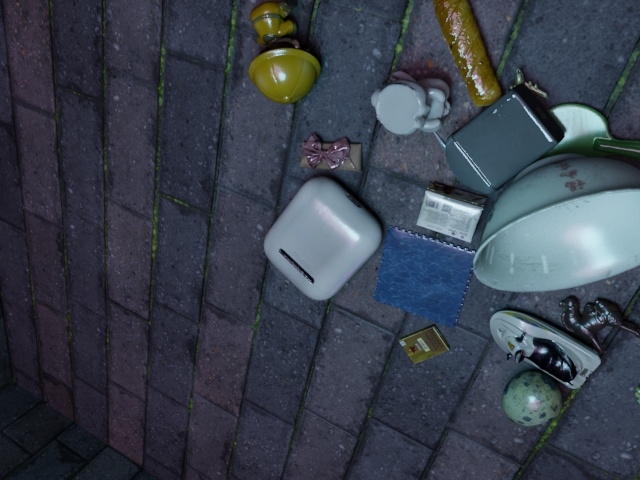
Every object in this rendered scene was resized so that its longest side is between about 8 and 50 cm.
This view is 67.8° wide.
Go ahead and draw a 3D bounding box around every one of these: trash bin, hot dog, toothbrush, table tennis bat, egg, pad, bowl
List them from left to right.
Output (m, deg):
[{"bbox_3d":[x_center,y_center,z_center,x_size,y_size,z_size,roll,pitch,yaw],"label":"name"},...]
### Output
[{"bbox_3d":[0.298,0.108,1.396,0.269,0.012,0.269,17,118,20],"label":"pad"},{"bbox_3d":[0.318,-0.244,1.231,0.167,0.014,0.011,52,141,-2],"label":"toothbrush"},{"bbox_3d":[0.344,-0.445,1.106,0.087,0.061,0.286,-27,98,22],"label":"hot dog"},{"bbox_3d":[0.414,-0.225,1.114,0.177,0.101,0.236,54,136,5],"label":"trash bin"},{"bbox_3d":[0.579,0.440,1.316,0.141,0.141,0.182,39,131,8],"label":"egg"},{"bbox_3d":[0.535,-0.061,1.049,0.434,0.434,0.196,-28,53,34],"label":"bowl"},{"bbox_3d":[0.610,-0.221,1.079,0.257,0.039,0.160,17,118,26],"label":"table tennis bat"}]

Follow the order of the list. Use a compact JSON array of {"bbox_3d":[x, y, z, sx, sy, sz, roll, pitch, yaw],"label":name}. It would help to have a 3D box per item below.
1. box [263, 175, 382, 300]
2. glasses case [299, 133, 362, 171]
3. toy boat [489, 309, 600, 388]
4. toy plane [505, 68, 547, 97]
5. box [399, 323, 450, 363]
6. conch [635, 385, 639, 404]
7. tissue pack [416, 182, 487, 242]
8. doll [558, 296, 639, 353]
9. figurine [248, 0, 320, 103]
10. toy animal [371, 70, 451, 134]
[{"bbox_3d":[-0.001,0.000,1.427,0.288,0.141,0.349,43,124,4],"label":"box"},{"bbox_3d":[0.022,-0.248,1.350,0.193,0.070,0.103,8,113,24],"label":"glasses case"},{"bbox_3d":[0.578,0.291,1.259,0.269,0.141,0.141,23,120,11],"label":"toy boat"},{"bbox_3d":[0.464,-0.340,1.097,0.102,0.040,0.111,-7,109,28],"label":"toy plane"},{"bbox_3d":[0.320,0.320,1.470,0.133,0.023,0.090,-34,92,34],"label":"box"},{"bbox_3d":[0.896,0.440,1.192,0.200,0.079,0.095,23,135,37],"label":"conch"},{"bbox_3d":[0.342,-0.076,1.240,0.148,0.099,0.106,21,121,18],"label":"tissue pack"},{"bbox_3d":[0.693,0.202,1.207,0.165,0.057,0.139,49,127,7],"label":"doll"},{"bbox_3d":[-0.111,-0.491,1.259,0.192,0.167,0.257,-11,104,45],"label":"figurine"},{"bbox_3d":[0.212,-0.329,1.143,0.178,0.193,0.127,19,122,22],"label":"toy animal"}]
